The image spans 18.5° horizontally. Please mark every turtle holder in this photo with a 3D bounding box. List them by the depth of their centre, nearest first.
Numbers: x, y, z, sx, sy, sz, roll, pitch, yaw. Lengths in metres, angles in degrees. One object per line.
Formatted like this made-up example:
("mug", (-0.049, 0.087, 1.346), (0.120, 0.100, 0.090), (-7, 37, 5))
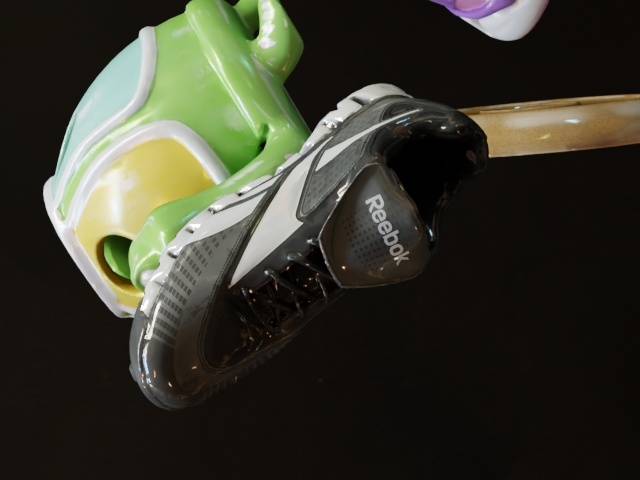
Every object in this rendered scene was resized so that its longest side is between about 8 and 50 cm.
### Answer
("turtle holder", (-0.073, -0.031, 1.458), (0.227, 0.243, 0.320), (-31, 44, 3))

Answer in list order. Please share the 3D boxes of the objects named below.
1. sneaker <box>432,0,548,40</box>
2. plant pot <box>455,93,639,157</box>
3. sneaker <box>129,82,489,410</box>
("sneaker", (0.048, -0.205, 1.192), (0.104, 0.236, 0.095), (10, 112, -33))
("plant pot", (0.158, -0.086, 1.470), (0.236, 0.236, 0.032), (-5, 95, 0))
("sneaker", (0.000, 0.000, 1.005), (0.234, 0.106, 0.078), (-44, 118, -25))
